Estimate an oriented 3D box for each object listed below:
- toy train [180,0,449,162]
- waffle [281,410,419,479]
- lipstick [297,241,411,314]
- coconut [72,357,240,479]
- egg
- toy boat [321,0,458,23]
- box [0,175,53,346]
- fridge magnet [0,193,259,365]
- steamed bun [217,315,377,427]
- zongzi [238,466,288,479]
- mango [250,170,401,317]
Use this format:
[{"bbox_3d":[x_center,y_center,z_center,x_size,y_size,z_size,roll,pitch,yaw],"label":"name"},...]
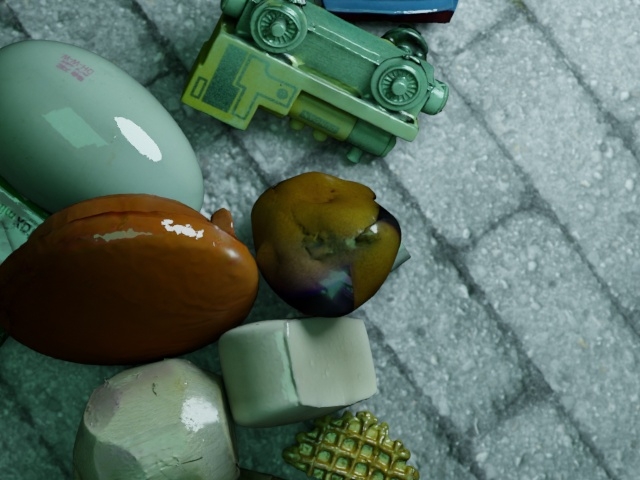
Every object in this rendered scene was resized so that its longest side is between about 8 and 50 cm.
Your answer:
[{"bbox_3d":[0.001,-0.239,1.748,0.368,0.150,0.237,25,116,-12],"label":"toy train"},{"bbox_3d":[0.052,0.337,1.736,0.160,0.046,0.192,-34,86,-9],"label":"waffle"},{"bbox_3d":[0.043,0.054,1.771,0.186,0.057,0.063,-35,87,-2],"label":"lipstick"},{"bbox_3d":[-0.233,0.281,1.643,0.230,0.227,0.227,-13,83,0],"label":"coconut"},{"bbox_3d":[-0.330,-0.139,1.685,0.371,0.230,0.230,34,82,-7],"label":"egg"},{"bbox_3d":[0.104,-0.381,1.805,0.223,0.100,0.097,1,106,0],"label":"toy boat"},{"bbox_3d":[-0.490,0.040,1.715,0.180,0.103,0.250,36,82,1],"label":"box"},{"bbox_3d":[-0.264,0.063,1.613,0.363,0.364,0.155,-8,58,-4],"label":"fridge magnet"},{"bbox_3d":[-0.044,0.185,1.669,0.164,0.241,0.146,-18,79,29],"label":"steamed bun"},{"bbox_3d":[-0.064,0.402,1.673,0.176,0.160,0.078,18,123,3],"label":"zongzi"},{"bbox_3d":[0.000,0.000,1.667,0.201,0.287,0.153,-5,114,-13],"label":"mango"}]
